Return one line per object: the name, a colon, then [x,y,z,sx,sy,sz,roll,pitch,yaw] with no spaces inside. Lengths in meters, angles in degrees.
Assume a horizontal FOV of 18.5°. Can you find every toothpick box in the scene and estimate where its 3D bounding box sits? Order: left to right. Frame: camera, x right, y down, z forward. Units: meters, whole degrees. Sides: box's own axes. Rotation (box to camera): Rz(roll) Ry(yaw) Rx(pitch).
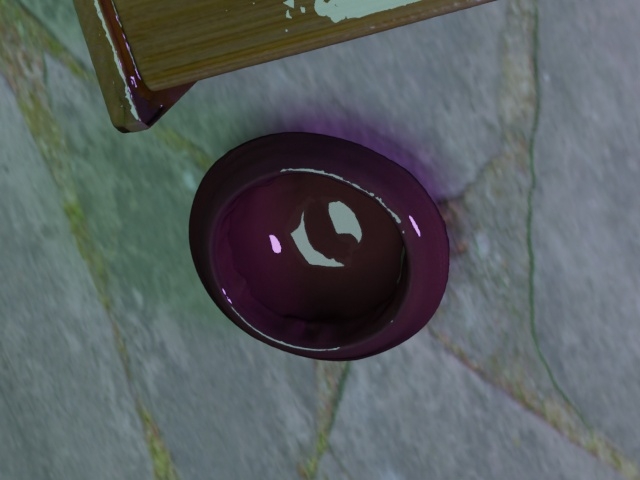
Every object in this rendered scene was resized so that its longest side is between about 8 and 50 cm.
toothpick box: [-0.006,-0.218,1.369,0.308,0.187,0.190,-12,107,18]

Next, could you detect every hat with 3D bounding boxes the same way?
hat: [0.000,0.000,1.506,0.205,0.089,0.205,6,117,11]
